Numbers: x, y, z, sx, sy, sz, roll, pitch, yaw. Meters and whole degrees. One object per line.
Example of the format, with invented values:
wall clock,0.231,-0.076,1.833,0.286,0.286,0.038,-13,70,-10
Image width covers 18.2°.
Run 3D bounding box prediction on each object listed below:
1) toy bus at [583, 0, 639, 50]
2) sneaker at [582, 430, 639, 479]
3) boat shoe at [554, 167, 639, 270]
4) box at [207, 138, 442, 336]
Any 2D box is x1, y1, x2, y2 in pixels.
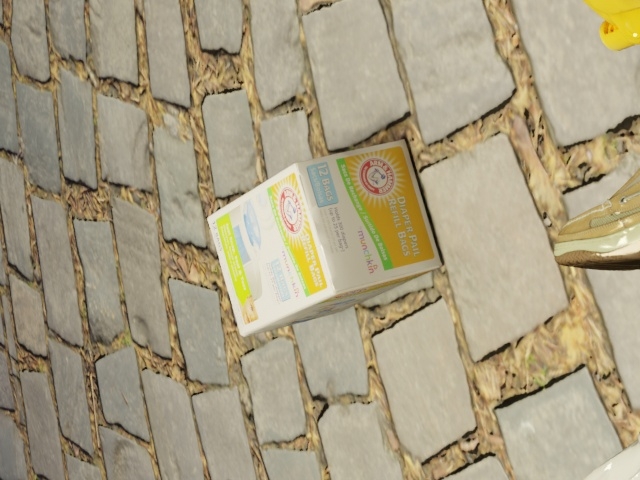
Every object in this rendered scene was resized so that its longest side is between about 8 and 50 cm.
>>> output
toy bus,0.220,-0.202,1.083,0.211,0.220,0.149,47,153,-14
sneaker,0.246,0.155,1.293,0.094,0.080,0.212,56,156,14
boat shoe,0.219,-0.023,1.273,0.190,0.068,0.072,-13,78,54
box,0.000,0.000,1.659,0.203,0.103,0.114,-26,78,63
